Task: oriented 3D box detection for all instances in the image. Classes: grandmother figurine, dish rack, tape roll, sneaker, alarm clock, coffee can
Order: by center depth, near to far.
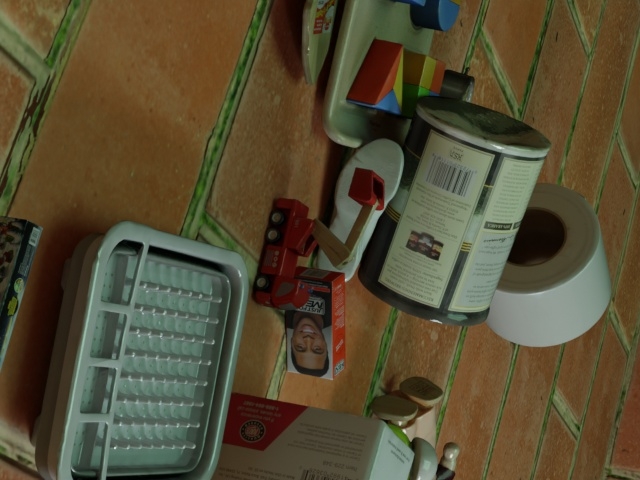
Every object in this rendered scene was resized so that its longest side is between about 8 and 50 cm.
[{"bbox_3d":[-0.194,0.132,1.520,0.333,0.072,0.285,18,80,-65],"label":"dish rack"},{"bbox_3d":[0.054,-0.044,1.984,0.212,0.080,0.094,-65,173,7],"label":"sneaker"},{"bbox_3d":[0.191,-0.044,2.044,0.201,0.201,0.275,-21,133,-62],"label":"coffee can"},{"bbox_3d":[0.190,-0.194,2.212,0.192,0.064,0.129,-59,165,-61],"label":"alarm clock"},{"bbox_3d":[0.151,0.391,2.315,0.208,0.104,0.342,-20,122,-31],"label":"grandmother figurine"},{"bbox_3d":[0.381,0.042,2.509,0.246,0.246,0.169,-66,150,-30],"label":"tape roll"}]

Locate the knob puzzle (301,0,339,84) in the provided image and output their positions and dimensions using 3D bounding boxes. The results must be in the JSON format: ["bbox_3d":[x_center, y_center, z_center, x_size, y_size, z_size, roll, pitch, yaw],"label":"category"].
[{"bbox_3d":[-0.007,-0.296,1.818,0.213,0.030,0.213,11,90,-82],"label":"knob puzzle"}]

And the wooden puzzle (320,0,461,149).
[{"bbox_3d":[0.117,-0.295,2.022,0.322,0.080,0.348,4,95,-66],"label":"wooden puzzle"}]

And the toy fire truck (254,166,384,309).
[{"bbox_3d":[0.000,0.000,1.813,0.047,0.135,0.192,33,68,-63],"label":"toy fire truck"}]

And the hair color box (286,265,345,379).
[{"bbox_3d":[-0.006,0.110,1.910,0.043,0.072,0.141,-35,128,-58],"label":"hair color box"}]

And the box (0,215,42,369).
[{"bbox_3d":[-0.303,0.043,1.232,0.027,0.094,0.137,38,63,-62],"label":"box"}]

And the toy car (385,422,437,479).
[{"bbox_3d":[0.082,0.357,2.120,0.136,0.159,0.182,-160,-103,-80],"label":"toy car"}]

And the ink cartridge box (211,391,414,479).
[{"bbox_3d":[-0.041,0.360,1.732,0.131,0.226,0.306,48,55,-57],"label":"ink cartridge box"}]
